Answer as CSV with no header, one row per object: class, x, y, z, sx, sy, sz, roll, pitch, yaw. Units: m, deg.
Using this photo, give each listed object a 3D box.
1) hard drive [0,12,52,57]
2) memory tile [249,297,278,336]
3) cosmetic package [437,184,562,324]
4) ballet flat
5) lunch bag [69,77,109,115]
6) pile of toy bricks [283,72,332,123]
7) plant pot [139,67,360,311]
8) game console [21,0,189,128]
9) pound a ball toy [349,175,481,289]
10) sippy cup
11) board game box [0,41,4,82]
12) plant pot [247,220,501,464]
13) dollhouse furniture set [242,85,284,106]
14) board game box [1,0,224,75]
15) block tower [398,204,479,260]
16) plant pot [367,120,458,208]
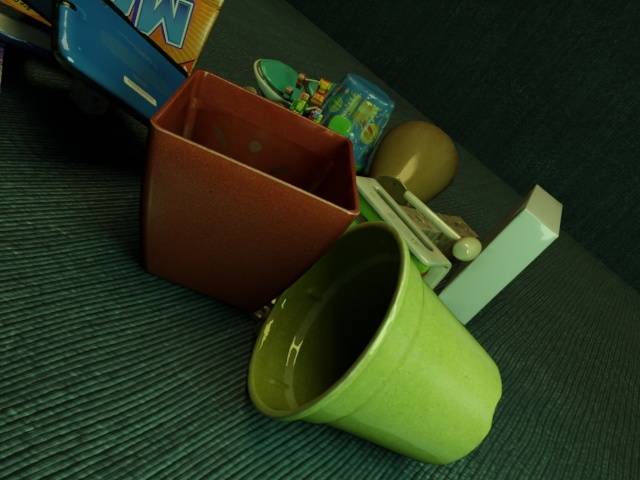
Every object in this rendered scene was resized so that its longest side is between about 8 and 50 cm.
hard drive,-0.614,-0.373,0.840,0.319,0.040,0.210,14,7,-42
memory tile,-0.067,0.105,0.840,0.113,0.012,0.148,15,32,-36
cosmetic package,0.443,0.020,1.285,0.097,0.284,0.377,41,27,11
ballet flat,-0.079,-0.431,1.592,0.400,0.139,0.139,-4,46,-52
lunch bag,-0.427,-0.286,0.989,0.083,0.071,0.053,43,26,16
pile of toy bricks,-0.049,-0.349,1.386,0.118,0.212,0.105,26,-8,-3
plant pot,-0.120,-0.059,0.780,0.267,0.235,0.267,23,29,-13
game console,-0.365,-0.286,0.868,0.293,0.173,0.250,36,40,-61
pound a ball toy,0.178,-0.016,1.113,0.136,0.208,0.319,3,40,-48
sippy cup,0.088,-0.346,1.533,0.240,0.224,0.305,18,32,-31
board game box,-0.617,-0.247,0.688,0.347,0.078,0.233,14,33,-38
plant pot,0.089,0.158,0.701,0.254,0.276,0.276,38,24,-23
dollhouse furniture set,-0.157,-0.308,1.264,0.161,0.101,0.182,42,15,31
board game box,-0.386,-0.578,1.117,0.356,0.356,0.356,24,15,-23
block tower,0.267,-0.016,1.353,0.335,0.097,0.091,5,40,-44
plant pot,0.227,-0.173,1.447,0.237,0.237,0.254,38,40,3
